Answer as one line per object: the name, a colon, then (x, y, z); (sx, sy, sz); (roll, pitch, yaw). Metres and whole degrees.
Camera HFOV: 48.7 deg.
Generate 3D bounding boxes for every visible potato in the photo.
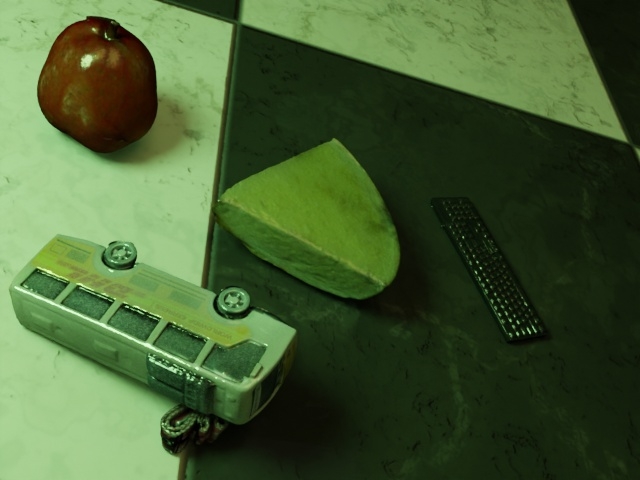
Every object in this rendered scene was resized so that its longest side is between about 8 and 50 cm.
potato: (0.000, 0.000, 1.092); (0.269, 0.112, 0.255); (-32, 74, -38)

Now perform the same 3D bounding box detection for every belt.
belt: (-0.122, 0.178, 0.917); (0.071, 0.053, 0.232); (33, 45, 2)

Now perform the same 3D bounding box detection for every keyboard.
keyboard: (0.294, 0.043, 1.258); (0.100, 0.018, 0.310); (-3, 54, -29)

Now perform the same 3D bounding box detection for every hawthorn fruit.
hawthorn fruit: (-0.328, -0.245, 1.076); (0.185, 0.202, 0.185); (16, 39, -13)

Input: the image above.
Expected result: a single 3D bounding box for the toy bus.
toy bus: (-0.203, 0.101, 0.868); (0.342, 0.097, 0.138); (23, 45, 11)
